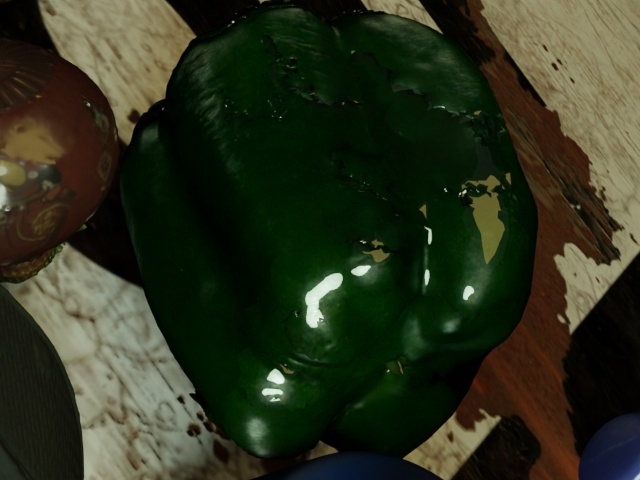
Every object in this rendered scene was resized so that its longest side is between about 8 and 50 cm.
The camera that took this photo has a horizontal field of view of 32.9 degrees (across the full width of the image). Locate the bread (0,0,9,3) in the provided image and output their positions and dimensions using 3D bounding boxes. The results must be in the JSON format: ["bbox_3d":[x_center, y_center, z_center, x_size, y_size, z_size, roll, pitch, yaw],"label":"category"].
[{"bbox_3d":[-0.258,-0.211,0.720,0.134,0.081,0.225,51,36,-5],"label":"bread"}]

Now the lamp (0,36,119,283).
[{"bbox_3d":[-0.190,-0.040,0.621,0.157,0.135,0.156,-18,41,-26],"label":"lamp"}]

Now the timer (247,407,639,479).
[{"bbox_3d":[0.093,0.190,0.518,0.270,0.383,0.270,28,43,-30],"label":"timer"}]

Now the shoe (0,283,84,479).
[{"bbox_3d":[-0.204,0.066,0.544,0.108,0.093,0.241,-100,169,-50],"label":"shoe"}]

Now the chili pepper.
[{"bbox_3d":[0.000,0.000,0.686,0.233,0.249,0.257,0,45,-22],"label":"chili pepper"}]
